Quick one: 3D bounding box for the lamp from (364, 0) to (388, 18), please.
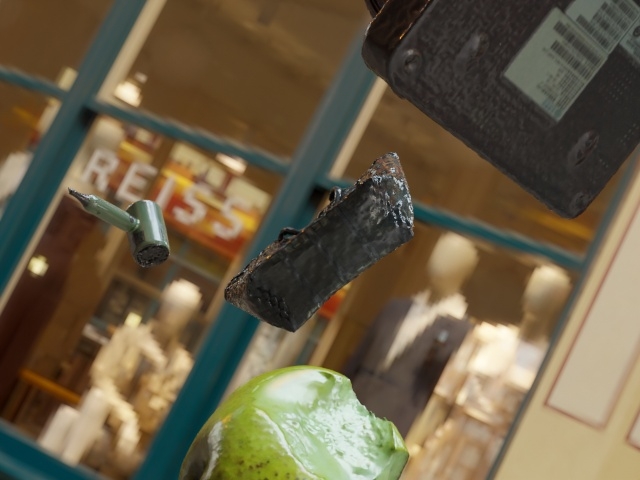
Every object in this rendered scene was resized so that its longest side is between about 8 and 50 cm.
[{"bbox_3d":[0.145,-0.298,1.682,0.247,0.247,0.247,26,-8,4],"label":"lamp"}]

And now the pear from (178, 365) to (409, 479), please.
[{"bbox_3d":[-0.058,0.289,2.043,0.282,0.176,0.286,-13,45,-47],"label":"pear"}]

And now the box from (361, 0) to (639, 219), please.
[{"bbox_3d":[0.200,-0.167,1.434,0.350,0.211,0.058,30,8,-46],"label":"box"}]

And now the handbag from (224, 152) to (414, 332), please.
[{"bbox_3d":[0.000,0.000,1.803,0.089,0.270,0.175,51,1,-15],"label":"handbag"}]

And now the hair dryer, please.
[{"bbox_3d":[-0.234,-0.029,1.785,0.150,0.047,0.071,34,27,-44],"label":"hair dryer"}]
